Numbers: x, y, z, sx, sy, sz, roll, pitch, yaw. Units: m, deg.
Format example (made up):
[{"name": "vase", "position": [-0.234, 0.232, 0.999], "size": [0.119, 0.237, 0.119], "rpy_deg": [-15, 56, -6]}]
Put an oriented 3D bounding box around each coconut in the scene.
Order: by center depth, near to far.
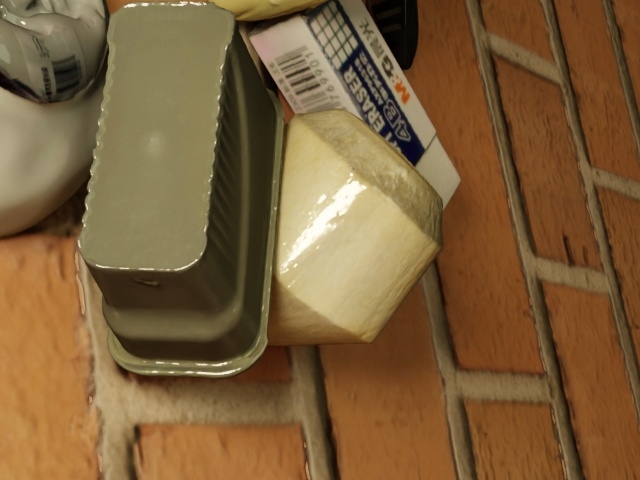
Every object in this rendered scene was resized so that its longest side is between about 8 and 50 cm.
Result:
[{"name": "coconut", "position": [0.000, 0.000, 1.161], "size": [0.202, 0.222, 0.202], "rpy_deg": [41, 2, -2]}]

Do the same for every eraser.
[{"name": "eraser", "position": [0.042, -0.143, 1.381], "size": [0.287, 0.086, 0.130], "rpy_deg": [58, 37, -20]}]

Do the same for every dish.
[{"name": "dish", "position": [-0.256, -0.172, 0.947], "size": [0.324, 0.124, 0.324], "rpy_deg": [30, 50, -44]}]

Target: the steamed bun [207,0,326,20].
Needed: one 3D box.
[{"name": "steamed bun", "position": [-0.010, -0.349, 1.288], "size": [0.166, 0.232, 0.273], "rpy_deg": [63, 33, -24]}]

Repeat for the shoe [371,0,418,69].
[{"name": "shoe", "position": [0.091, -0.304, 1.566], "size": [0.071, 0.049, 0.179], "rpy_deg": [-37, 126, -67]}]

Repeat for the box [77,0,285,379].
[{"name": "box", "position": [-0.114, -0.041, 0.997], "size": [0.178, 0.138, 0.274], "rpy_deg": [71, 21, -66]}]
